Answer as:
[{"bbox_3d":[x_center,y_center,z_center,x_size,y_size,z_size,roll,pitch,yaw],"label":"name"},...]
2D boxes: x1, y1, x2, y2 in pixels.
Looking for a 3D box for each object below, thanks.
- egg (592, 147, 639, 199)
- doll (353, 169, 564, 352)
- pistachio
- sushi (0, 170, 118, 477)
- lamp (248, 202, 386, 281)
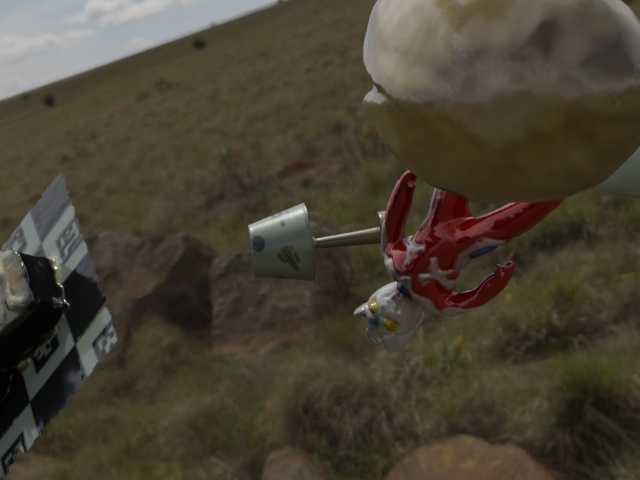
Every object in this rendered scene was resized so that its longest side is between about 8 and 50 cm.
[{"bbox_3d":[0.446,-0.154,1.442,0.183,0.183,0.264,-19,11,0],"label":"egg"},{"bbox_3d":[0.150,0.010,1.239,0.099,0.188,0.384,-23,-27,-42],"label":"doll"},{"bbox_3d":[0.122,-0.113,0.669,0.181,0.162,0.293,-10,15,-14],"label":"pistachio"},{"bbox_3d":[-0.396,0.123,1.066,0.373,0.100,0.296,-48,44,18],"label":"sushi"},{"bbox_3d":[0.000,0.000,1.500,0.215,0.121,0.121,-8,12,-3],"label":"lamp"}]
